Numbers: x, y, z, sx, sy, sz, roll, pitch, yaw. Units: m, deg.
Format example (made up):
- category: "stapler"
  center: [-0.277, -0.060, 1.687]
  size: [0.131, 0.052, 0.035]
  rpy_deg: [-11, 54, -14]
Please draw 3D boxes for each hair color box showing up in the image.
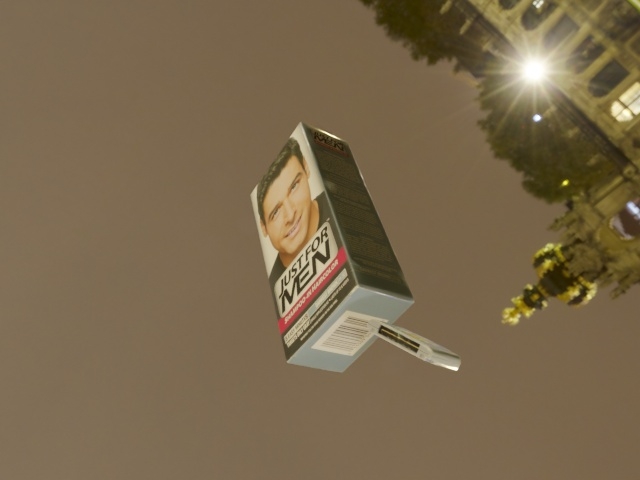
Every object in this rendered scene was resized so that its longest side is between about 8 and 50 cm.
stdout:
- category: "hair color box"
  center: [0.000, 0.000, 0.960]
  size: [0.113, 0.185, 0.375]
  rpy_deg: [18, -143, -32]

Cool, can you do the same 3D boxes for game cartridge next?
- category: "game cartridge"
  center: [0.090, 0.098, 0.559]
  size: [0.056, 0.017, 0.083]
  rpy_deg: [28, 176, -42]
